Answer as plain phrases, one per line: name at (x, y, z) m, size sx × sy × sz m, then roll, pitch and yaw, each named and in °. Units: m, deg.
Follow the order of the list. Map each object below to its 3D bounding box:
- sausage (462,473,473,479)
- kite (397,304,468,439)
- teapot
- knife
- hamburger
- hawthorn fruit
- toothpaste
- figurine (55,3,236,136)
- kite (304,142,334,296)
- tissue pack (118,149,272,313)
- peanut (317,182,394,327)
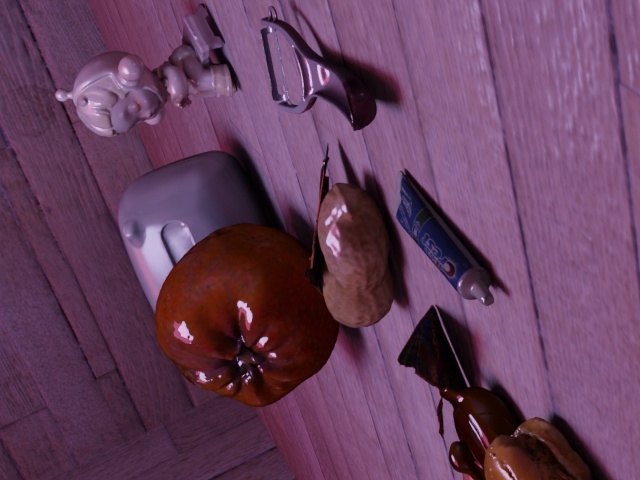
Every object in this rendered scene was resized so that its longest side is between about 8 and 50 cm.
sausage at (0.199, 0.295, 1.362) m, size 0.065 × 0.065 × 0.169 m, roll 48°, pitch 159°, yaw 56°
kite at (0.128, 0.139, 1.309) m, size 0.190 × 0.010 × 0.159 m, roll 35°, pitch -136°, yaw -48°
teapot at (0.165, 0.207, 1.263) m, size 0.129 × 0.078 × 0.098 m, roll 64°, pitch 168°, yaw 6°
knife at (0.003, -0.170, 1.261) m, size 0.278 × 0.053 × 0.123 m, roll -139°, pitch 31°, yaw -63°
hamburger at (0.210, 0.241, 1.131) m, size 0.138 × 0.083 × 0.147 m, roll 53°, pitch 168°, yaw 30°
hawthorn fruit at (-0.107, 0.091, 1.854) m, size 0.277 × 0.277 × 0.298 m, roll 76°, pitch -168°, yaw -46°
toothpaste at (0.115, 0.003, 1.175) m, size 0.197 × 0.034 × 0.057 m, roll -126°, pitch 31°, yaw -48°
figurine at (-0.268, -0.242, 1.830) m, size 0.182 × 0.256 × 0.145 m, roll -158°, pitch 46°, yaw -77°
kite at (0.000, 0.000, 1.479) m, size 0.183 × 0.014 × 0.241 m, roll -74°, pitch -14°, yaw -47°
tissue pack at (-0.195, 0.028, 2.060) m, size 0.236 × 0.229 × 0.333 m, roll -59°, pitch -52°, yaw -69°
peanut at (0.040, 0.022, 1.429) m, size 0.228 × 0.085 × 0.104 m, roll 83°, pitch 169°, yaw -54°
